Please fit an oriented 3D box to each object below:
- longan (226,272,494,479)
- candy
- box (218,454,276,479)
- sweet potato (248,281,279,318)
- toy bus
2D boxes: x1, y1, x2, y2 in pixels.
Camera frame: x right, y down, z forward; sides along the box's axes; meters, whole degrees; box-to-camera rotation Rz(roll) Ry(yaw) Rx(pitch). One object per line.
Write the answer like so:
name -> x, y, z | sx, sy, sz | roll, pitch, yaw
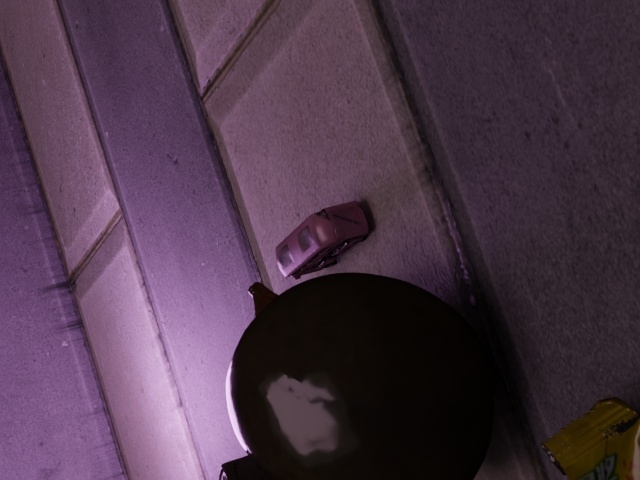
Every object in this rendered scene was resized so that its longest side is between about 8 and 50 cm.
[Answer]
longan -> 0.050, 0.204, 1.521 | 0.361, 0.361, 0.361 | 38, 135, 52
candy -> 0.356, 0.306, 1.223 | 0.297, 0.081, 0.187 | 55, 149, 16
box -> 0.016, 0.409, 1.697 | 0.225, 0.297, 0.190 | 60, 149, 30
sweet potato -> -0.045, 0.213, 1.924 | 0.336, 0.131, 0.131 | 60, 150, 32
toy bus -> 0.000, 0.000, 1.765 | 0.203, 0.090, 0.063 | -42, 65, 62
